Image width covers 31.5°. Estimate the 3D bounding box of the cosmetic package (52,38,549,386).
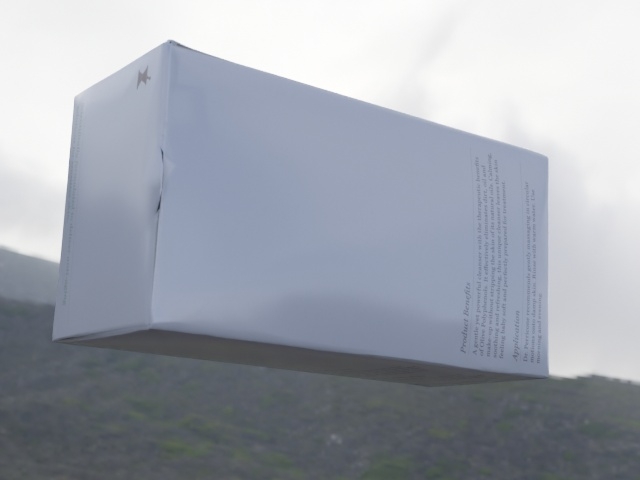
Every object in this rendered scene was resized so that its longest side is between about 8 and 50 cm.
[{"bbox_3d":[0.000,0.000,0.864,0.365,0.197,0.155,12,-15,-34],"label":"cosmetic package"}]
